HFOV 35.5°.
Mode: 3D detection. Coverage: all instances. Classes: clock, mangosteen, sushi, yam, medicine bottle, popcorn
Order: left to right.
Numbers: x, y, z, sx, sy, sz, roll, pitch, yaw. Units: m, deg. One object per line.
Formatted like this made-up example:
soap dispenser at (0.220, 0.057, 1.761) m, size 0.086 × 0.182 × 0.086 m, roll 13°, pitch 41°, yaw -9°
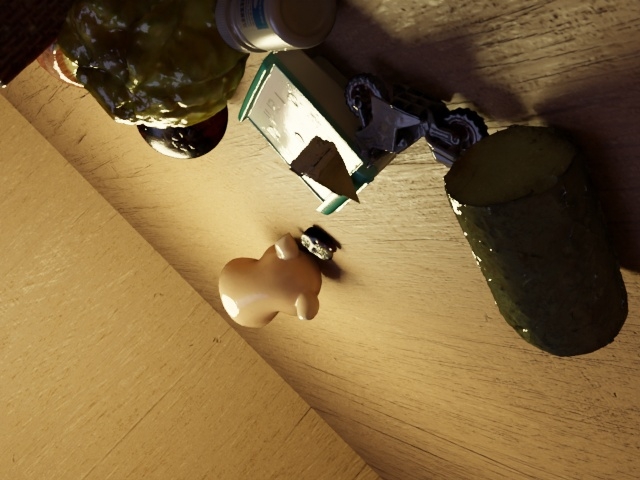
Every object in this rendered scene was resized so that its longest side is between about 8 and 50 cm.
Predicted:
popcorn at (-0.231, -0.293, 1.459) m, size 0.282 × 0.247 × 0.282 m, roll 37°, pitch 152°, yaw 24°
mangosteen at (-0.260, -0.247, 1.843) m, size 0.200 × 0.200 × 0.200 m, roll 38°, pitch 163°, yaw 14°
medicine bottle at (-0.061, -0.301, 1.316) m, size 0.105 × 0.105 × 0.168 m, roll 50°, pitch 162°, yaw -25°
sushi at (0.000, 0.000, 2.080) m, size 0.083 × 0.044 × 0.046 m, roll 36°, pitch 141°, yaw 15°
clock at (0.001, -0.173, 1.510) m, size 0.231 × 0.116 × 0.262 m, roll 48°, pitch 163°, yaw 0°
yam at (0.269, 0.002, 1.221) m, size 0.168 × 0.168 × 0.304 m, roll 27°, pitch 157°, yaw 43°

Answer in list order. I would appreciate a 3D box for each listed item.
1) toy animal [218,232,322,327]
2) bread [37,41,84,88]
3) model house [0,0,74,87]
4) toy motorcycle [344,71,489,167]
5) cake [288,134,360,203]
toy animal at (-0.106, 0.106, 2.292) m, size 0.213 × 0.256 × 0.195 m, roll -18°, pitch -94°, yaw -65°
bread at (-0.448, -0.378, 1.898) m, size 0.123 × 0.190 × 0.244 m, roll 50°, pitch 172°, yaw 26°
model house at (-0.500, -0.430, 1.565) m, size 0.339 × 0.360 × 0.297 m, roll 47°, pitch 162°, yaw -21°
toy motorcycle at (0.117, -0.139, 1.309) m, size 0.215 × 0.080 × 0.122 m, roll 25°, pitch 132°, yaw 29°
cake at (0.021, -0.092, 1.397) m, size 0.121 × 0.065 × 0.052 m, roll 33°, pitch 178°, yaw -44°
